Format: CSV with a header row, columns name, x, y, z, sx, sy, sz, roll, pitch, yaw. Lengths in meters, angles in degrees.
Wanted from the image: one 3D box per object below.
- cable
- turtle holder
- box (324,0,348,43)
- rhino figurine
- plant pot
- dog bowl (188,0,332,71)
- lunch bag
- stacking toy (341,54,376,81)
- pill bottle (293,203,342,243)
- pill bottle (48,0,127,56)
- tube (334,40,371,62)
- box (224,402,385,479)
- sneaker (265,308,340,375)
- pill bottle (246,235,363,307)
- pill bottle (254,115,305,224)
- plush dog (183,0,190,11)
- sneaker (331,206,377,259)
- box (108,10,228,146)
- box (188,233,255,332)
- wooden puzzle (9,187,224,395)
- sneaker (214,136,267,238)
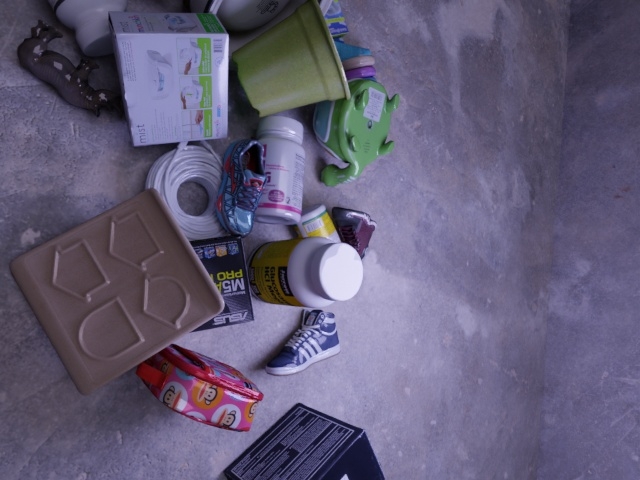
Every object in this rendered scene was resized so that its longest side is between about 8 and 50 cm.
name,x,y,z,sx,sy,sz,roll,pitch,yaw
cable,-0.329,-0.114,1.124,0.257,0.089,0.257,49,60,-26
turtle holder,0.099,-0.350,1.384,0.243,0.227,0.321,-34,130,-34
box,0.027,-0.767,1.483,0.109,0.042,0.179,-30,104,-35
rhino figurine,-0.556,-0.367,0.977,0.243,0.073,0.106,42,79,-29
plant pot,-0.086,-0.462,1.156,0.253,0.276,0.276,-22,103,5
dog bowl,-0.161,-0.643,1.123,0.407,0.408,0.151,-28,81,-36
lunch bag,-0.296,0.324,0.987,0.258,0.293,0.120,33,72,-31
stacking toy,0.152,-0.461,1.510,0.141,0.141,0.331,-24,107,-36
pill bottle,0.000,0.000,1.350,0.117,0.117,0.209,-35,107,-34
pill bottle,-0.533,-0.573,0.956,0.162,0.162,0.279,-33,106,-35
tube,0.087,-0.655,1.515,0.206,0.052,0.080,-10,113,-37
box,-0.042,0.628,1.154,0.296,0.293,0.183,-32,108,-35
sneaker,-0.054,0.295,1.294,0.282,0.099,0.153,-9,97,-45
pill bottle,-0.048,0.086,1.169,0.187,0.333,0.188,4,83,-37
pill bottle,-0.126,-0.197,1.242,0.160,0.160,0.284,10,79,-37
plush dog,-0.349,-0.745,1.130,0.225,0.210,0.263,27,100,-48
sneaker,0.106,-0.007,1.402,0.281,0.106,0.163,20,83,-62
box,-0.339,-0.366,0.995,0.230,0.262,0.127,-12,50,-22
box,-0.309,0.111,1.053,0.269,0.060,0.217,-8,98,-10
wooden puzzle,-0.431,0.103,0.940,0.347,0.080,0.322,-32,86,-9
sneaker,-0.195,-0.137,1.094,0.104,0.125,0.262,4,85,-38
